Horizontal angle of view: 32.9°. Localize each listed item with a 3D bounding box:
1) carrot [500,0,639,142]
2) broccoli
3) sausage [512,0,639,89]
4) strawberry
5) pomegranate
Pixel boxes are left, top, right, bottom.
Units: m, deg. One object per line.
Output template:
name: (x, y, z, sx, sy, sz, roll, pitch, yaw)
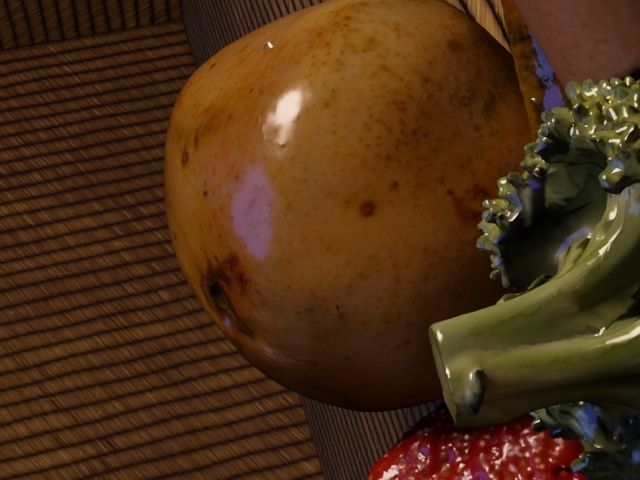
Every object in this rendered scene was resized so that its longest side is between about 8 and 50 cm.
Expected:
carrot: (0.182, -0.217, 0.827, 0.114, 0.114, 0.302, -160, 56, -77)
broccoli: (0.207, 0.035, 0.704, 0.235, 0.260, 0.288, -21, -84, -67)
sausage: (0.156, -0.226, 0.708, 0.253, 0.123, 0.123, 57, 172, -11)
strawberry: (0.165, 0.250, 1.009, 0.257, 0.277, 0.257, 170, 90, -81)
pomegranate: (0.048, -0.051, 1.026, 0.416, 0.416, 0.417, 168, 90, -79)
